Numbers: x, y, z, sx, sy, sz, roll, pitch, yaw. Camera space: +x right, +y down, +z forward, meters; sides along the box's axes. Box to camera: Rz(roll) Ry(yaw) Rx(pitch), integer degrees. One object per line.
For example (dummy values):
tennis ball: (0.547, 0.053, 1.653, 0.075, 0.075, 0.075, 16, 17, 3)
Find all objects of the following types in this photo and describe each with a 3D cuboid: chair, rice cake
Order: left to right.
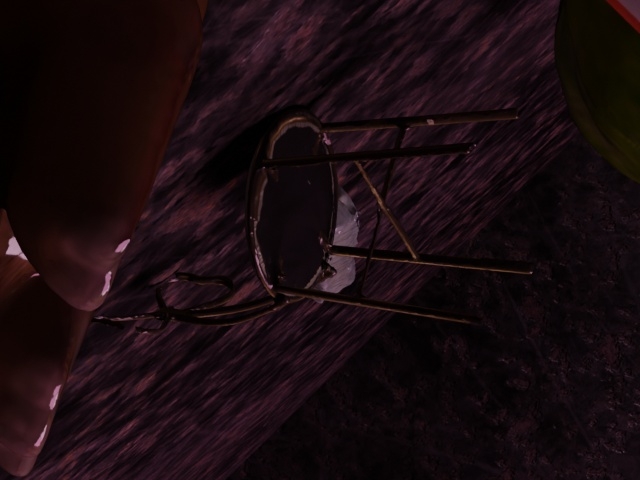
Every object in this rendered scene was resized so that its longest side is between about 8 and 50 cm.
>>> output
chair: (-0.018, -0.014, 1.125, 0.325, 0.170, 0.160, 2, -163, 25)
rice cake: (0.000, 0.000, 1.455, 0.063, 0.066, 0.336, -40, 170, -9)

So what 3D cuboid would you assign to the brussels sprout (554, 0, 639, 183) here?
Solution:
brussels sprout: (0.372, -0.199, 1.203, 0.361, 0.342, 0.425, -43, 163, -41)

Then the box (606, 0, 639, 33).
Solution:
box: (0.218, -0.226, 0.955, 0.099, 0.182, 0.133, -36, 166, -36)

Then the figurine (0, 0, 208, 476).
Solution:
figurine: (-0.119, -0.062, 0.397, 0.177, 0.173, 0.247, 128, -18, -65)
